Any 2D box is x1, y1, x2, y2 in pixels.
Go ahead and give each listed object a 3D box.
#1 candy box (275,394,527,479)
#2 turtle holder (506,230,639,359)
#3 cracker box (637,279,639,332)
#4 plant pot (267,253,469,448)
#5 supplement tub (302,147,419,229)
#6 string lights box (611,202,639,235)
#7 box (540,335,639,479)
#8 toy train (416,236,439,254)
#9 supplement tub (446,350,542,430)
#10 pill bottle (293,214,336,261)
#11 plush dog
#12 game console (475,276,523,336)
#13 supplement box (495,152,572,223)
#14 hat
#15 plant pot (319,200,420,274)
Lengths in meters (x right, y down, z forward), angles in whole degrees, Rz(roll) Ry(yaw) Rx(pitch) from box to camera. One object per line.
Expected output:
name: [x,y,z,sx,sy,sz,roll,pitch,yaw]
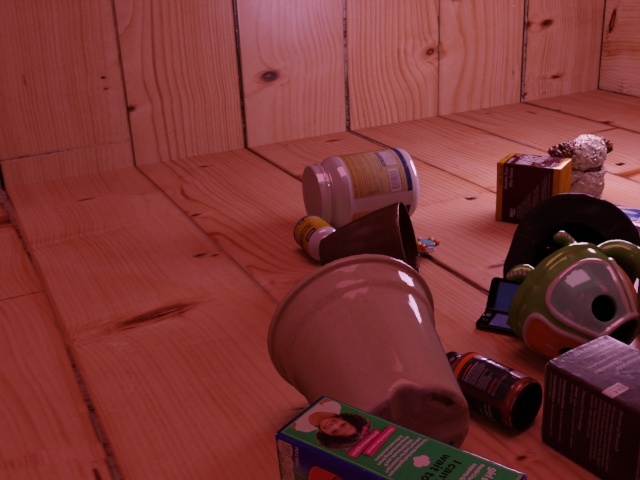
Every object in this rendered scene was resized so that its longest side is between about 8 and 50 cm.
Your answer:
candy box: [0.105,0.386,1.074,0.317,0.268,0.122,13,30,34]
turtle holder: [0.563,0.133,1.698,0.320,0.243,0.227,-14,40,-29]
cracker box: [0.782,0.096,1.765,0.156,0.232,0.067,4,23,18]
plant pot: [0.103,0.246,1.425,0.334,0.333,0.305,-9,34,-14]
supplement tub: [0.121,-0.157,2.482,0.316,0.228,0.228,-9,23,-17]
string lights box: [0.840,-0.052,2.338,0.133,0.076,0.260,-20,28,-40]
box: [0.515,0.294,1.389,0.168,0.167,0.203,-16,26,-31]
toy train: [0.249,0.028,2.258,0.166,0.046,0.125,3,24,22]
supplement tub: [0.316,0.278,1.538,0.106,0.106,0.198,-20,28,-36]
pill bottle: [0.000,0.000,2.272,0.103,0.103,0.184,-11,23,-20]
plush dog: [0.840,-0.229,2.579,0.262,0.225,0.210,-12,23,-22]
game console: [0.444,0.155,1.857,0.144,0.085,0.124,9,24,29]
supplement box: [0.651,-0.155,2.464,0.194,0.191,0.129,10,25,30]
hat: [0.608,0.060,1.934,0.331,0.331,0.134,8,-15,25]
plant pot: [0.121,0.025,2.098,0.230,0.215,0.215,-11,19,16]
